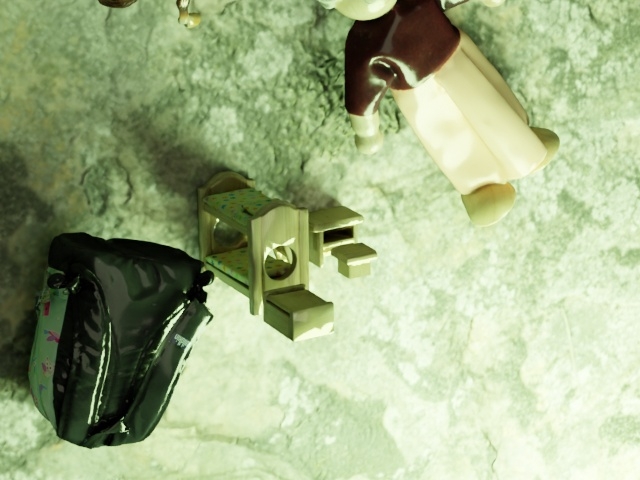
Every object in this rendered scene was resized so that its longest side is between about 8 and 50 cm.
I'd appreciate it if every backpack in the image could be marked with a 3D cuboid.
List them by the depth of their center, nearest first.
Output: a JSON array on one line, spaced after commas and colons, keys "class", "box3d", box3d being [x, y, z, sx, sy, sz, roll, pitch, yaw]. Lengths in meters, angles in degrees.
[{"class": "backpack", "box3d": [-0.186, 0.089, 1.617, 0.152, 0.115, 0.182, 9, 103, -22]}]

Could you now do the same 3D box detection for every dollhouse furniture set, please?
[{"class": "dollhouse furniture set", "box3d": [0.000, 0.000, 1.659, 0.161, 0.182, 0.101, -12, 112, -28]}]

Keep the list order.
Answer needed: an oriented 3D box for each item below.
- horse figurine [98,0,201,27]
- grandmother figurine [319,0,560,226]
[{"class": "horse figurine", "box3d": [-0.073, -0.271, 1.535, 0.263, 0.066, 0.174, -36, 164, -3]}, {"class": "grandmother figurine", "box3d": [0.100, -0.173, 1.716, 0.342, 0.104, 0.208, 46, 72, -37]}]
